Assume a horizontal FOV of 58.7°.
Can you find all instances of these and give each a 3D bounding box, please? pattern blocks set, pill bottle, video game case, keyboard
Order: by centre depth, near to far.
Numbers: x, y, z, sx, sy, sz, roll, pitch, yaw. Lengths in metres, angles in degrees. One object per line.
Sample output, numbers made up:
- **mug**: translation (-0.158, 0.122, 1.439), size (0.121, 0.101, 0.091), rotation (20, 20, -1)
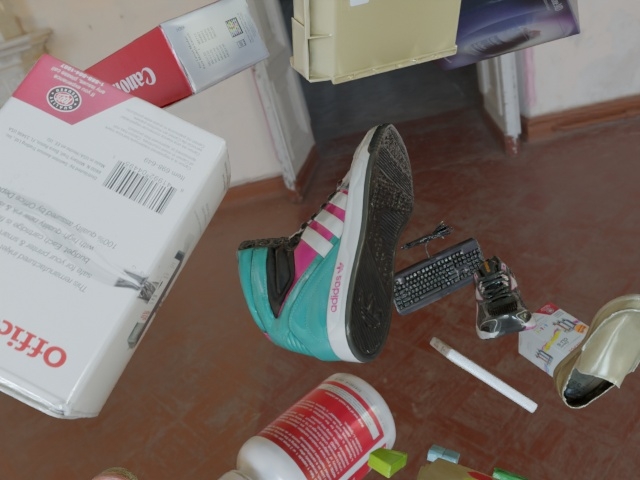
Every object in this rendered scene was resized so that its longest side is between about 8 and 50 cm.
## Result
- **pattern blocks set**: translation (0.200, 0.340, 0.755), size (0.285, 0.026, 0.325), rotation (13, -3, 31)
- **pill bottle**: translation (-0.035, 0.492, 1.271), size (0.229, 0.229, 0.407), rotation (13, 30, 42)
- **video game case**: translation (0.375, 0.310, 1.341), size (0.026, 0.227, 0.206), rotation (-57, -2, -2)
- **keyboard**: translation (0.326, 0.068, 1.646), size (0.317, 0.201, 0.033), rotation (-24, -1, -17)

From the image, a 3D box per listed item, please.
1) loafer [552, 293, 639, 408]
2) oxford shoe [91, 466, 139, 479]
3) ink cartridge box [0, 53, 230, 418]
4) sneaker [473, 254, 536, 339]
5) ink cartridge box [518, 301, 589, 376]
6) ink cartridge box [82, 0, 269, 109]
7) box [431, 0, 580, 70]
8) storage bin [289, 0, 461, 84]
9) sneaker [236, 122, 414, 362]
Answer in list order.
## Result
- **loafer**: translation (0.512, 0.209, 1.013), size (0.102, 0.268, 0.092), rotation (21, 37, 4)
- **oxford shoe**: translation (-0.350, 0.555, 1.052), size (0.140, 0.397, 0.146), rotation (1, 24, 2)
- **ink cartridge box**: translation (-0.186, -0.001, 0.422), size (0.158, 0.092, 0.218), rotation (26, 70, 2)
- **sneaker**: translation (0.220, 0.067, 0.722), size (0.072, 0.077, 0.178), rotation (-19, 7, 11)
- **ink cartridge box**: translation (0.657, 0.286, 1.566), size (0.128, 0.127, 0.176), rotation (-29, 40, -20)
- **ink cartridge box**: translation (-0.303, -0.324, 1.079), size (0.309, 0.130, 0.272), rotation (-4, 29, 44)
- **box**: translation (0.321, -0.476, 1.092), size (0.294, 0.183, 0.296), rotation (-9, -2, 31)
- **storage bin**: translation (0.073, -0.382, 0.799), size (0.260, 0.262, 0.123), rotation (-19, 45, -19)
- **sneaker**: translation (0.000, 0.000, 0.645), size (0.178, 0.124, 0.295), rotation (-8, 49, 32)
